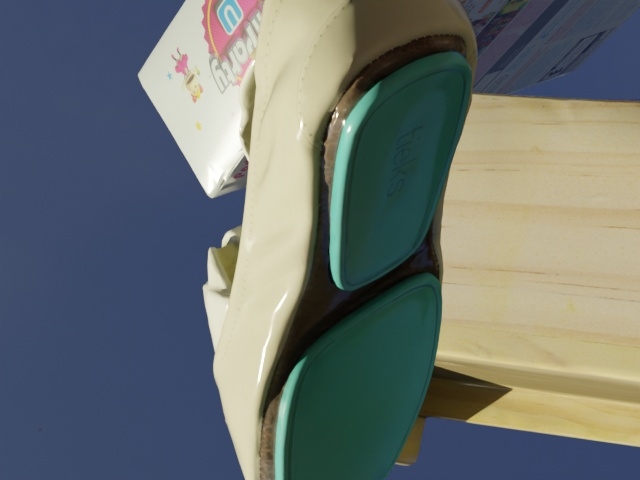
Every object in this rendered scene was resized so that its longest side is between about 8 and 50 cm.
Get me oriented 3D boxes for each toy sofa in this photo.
[{"bbox_3d":[0.145,0.029,0.873,0.150,0.362,0.177,19,-101,-51],"label":"toy sofa"}]

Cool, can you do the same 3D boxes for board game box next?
[{"bbox_3d":[0.075,-0.152,1.157,0.303,0.224,0.097,-21,-106,-36],"label":"board game box"}]

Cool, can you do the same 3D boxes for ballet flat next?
[{"bbox_3d":[0.000,0.000,0.669,0.086,0.248,0.086,6,-135,-6],"label":"ballet flat"}]
